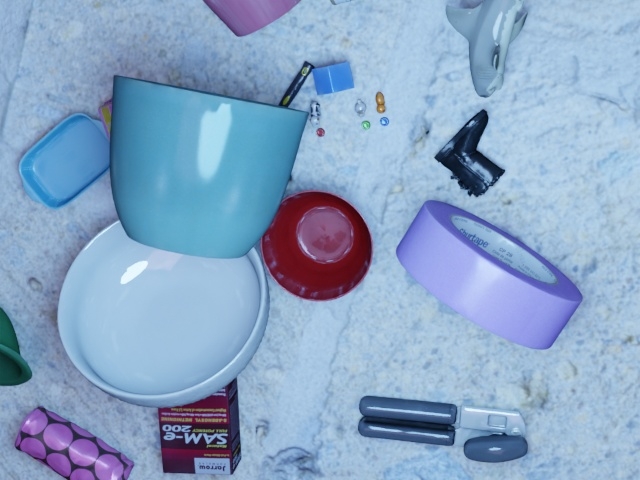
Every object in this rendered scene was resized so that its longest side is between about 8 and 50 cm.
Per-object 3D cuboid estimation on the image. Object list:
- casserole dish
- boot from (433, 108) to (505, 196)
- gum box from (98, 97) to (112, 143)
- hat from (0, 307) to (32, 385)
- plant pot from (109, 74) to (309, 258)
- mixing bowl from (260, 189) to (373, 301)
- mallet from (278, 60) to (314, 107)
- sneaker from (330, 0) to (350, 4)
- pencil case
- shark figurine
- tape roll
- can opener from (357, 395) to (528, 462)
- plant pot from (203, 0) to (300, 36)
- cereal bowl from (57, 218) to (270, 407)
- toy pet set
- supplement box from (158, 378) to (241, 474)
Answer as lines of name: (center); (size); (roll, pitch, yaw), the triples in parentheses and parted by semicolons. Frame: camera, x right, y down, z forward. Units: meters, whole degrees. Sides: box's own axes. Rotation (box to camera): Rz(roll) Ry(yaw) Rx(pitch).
casserole dish: (-0.423, -0.135, 1.724); (0.188, 0.037, 0.114); (-37, 95, 16)
boot: (0.249, -0.134, 1.611); (0.099, 0.045, 0.121); (43, 113, 0)
gum box: (-0.282, -0.156, 1.682); (0.107, 0.062, 0.188); (-16, 99, 12)
hat: (-0.579, 0.132, 1.817); (0.173, 0.183, 0.208); (1, 144, 16)
plant pot: (-0.181, -0.104, 1.522); (0.293, 0.293, 0.235); (12, 97, 6)
mixing bowl: (0.000, 0.000, 1.653); (0.181, 0.098, 0.181); (2, 102, 8)
mallet: (-0.061, -0.200, 1.654); (0.062, 0.039, 0.189); (41, 102, 0)
sneaker: (0.062, -0.508, 1.528); (0.153, 0.099, 0.282); (-7, 108, 16)
pencil case: (-0.444, 0.386, 1.820); (0.209, 0.095, 0.098); (34, 121, 3)
shark figurine: (0.250, -0.352, 1.507); (0.116, 0.166, 0.278); (20, 104, 15)
tape roll: (0.252, 0.048, 1.532); (0.275, 0.275, 0.090); (30, 106, 2)
can opener: (0.201, 0.313, 1.693); (0.283, 0.095, 0.076); (5, 102, 8)
plant pot: (-0.121, -0.419, 1.541); (0.201, 0.201, 0.180); (-27, 112, 14)
cereal bowl: (-0.242, 0.117, 1.657); (0.339, 0.141, 0.339); (-3, 65, 7)
toy pet set: (0.037, -0.223, 1.615); (0.122, 0.065, 0.114); (-10, 101, 11)
supplement box: (-0.212, 0.281, 1.765); (0.130, 0.073, 0.239); (-1, 103, 9)
